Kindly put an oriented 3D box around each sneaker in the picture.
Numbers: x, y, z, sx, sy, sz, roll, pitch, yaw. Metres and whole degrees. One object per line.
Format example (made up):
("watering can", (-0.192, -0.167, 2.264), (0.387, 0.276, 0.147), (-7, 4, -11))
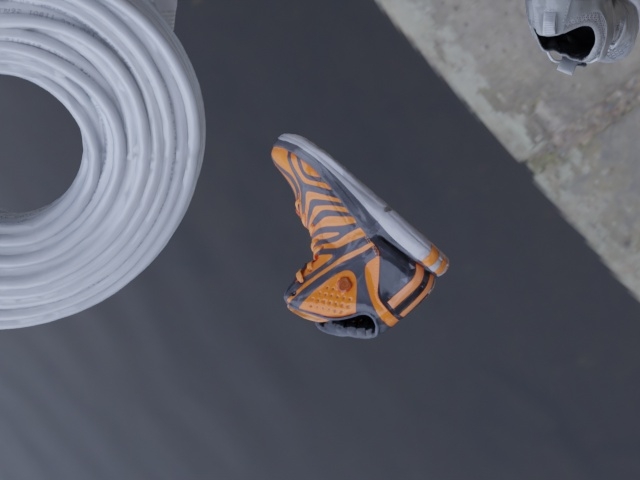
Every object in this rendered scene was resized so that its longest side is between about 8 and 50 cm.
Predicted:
("sneaker", (0.254, -0.220, 1.242), (0.105, 0.281, 0.115), (6, 84, 28))
("sneaker", (0.000, 0.000, 1.538), (0.321, 0.180, 0.124), (44, -176, 40))

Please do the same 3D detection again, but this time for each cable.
("cable", (-0.201, -0.065, 0.798), (0.089, 0.257, 0.257), (-128, 28, -67))
